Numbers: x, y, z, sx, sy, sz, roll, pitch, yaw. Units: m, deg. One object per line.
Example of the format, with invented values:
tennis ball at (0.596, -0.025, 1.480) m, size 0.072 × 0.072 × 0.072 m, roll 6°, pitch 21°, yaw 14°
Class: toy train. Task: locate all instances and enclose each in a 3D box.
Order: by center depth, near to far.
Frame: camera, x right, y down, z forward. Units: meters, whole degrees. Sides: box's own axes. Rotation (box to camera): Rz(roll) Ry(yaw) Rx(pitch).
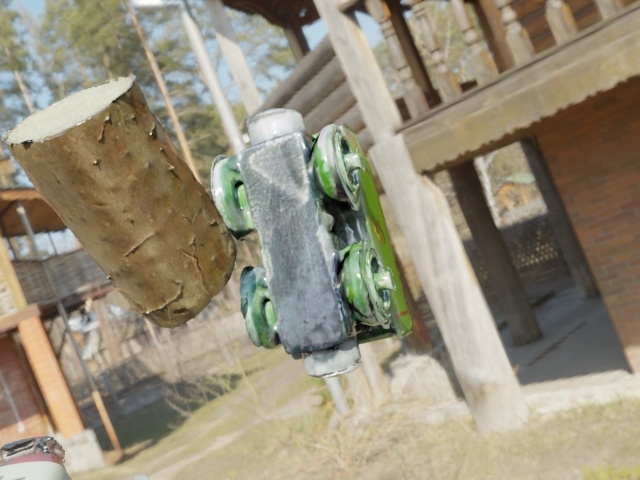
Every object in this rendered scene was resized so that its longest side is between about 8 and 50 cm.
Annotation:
toy train at (0.000, 0.000, 0.906) m, size 0.173 × 0.307 × 0.249 m, roll -16°, pitch -6°, yaw 16°

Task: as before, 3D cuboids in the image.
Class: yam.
yam at (-0.174, -0.035, 0.725) m, size 0.128 × 0.238 × 0.129 m, roll -39°, pitch 36°, yaw -13°

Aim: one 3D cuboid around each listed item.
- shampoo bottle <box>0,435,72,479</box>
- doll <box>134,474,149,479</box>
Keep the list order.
shampoo bottle at (-0.270, 0.237, 0.633) m, size 0.153 × 0.071 × 0.284 m, roll -22°, pitch 10°, yaw 3°
doll at (-0.150, 0.246, 0.628) m, size 0.070 × 0.096 × 0.195 m, roll 1°, pitch -9°, yaw -12°
